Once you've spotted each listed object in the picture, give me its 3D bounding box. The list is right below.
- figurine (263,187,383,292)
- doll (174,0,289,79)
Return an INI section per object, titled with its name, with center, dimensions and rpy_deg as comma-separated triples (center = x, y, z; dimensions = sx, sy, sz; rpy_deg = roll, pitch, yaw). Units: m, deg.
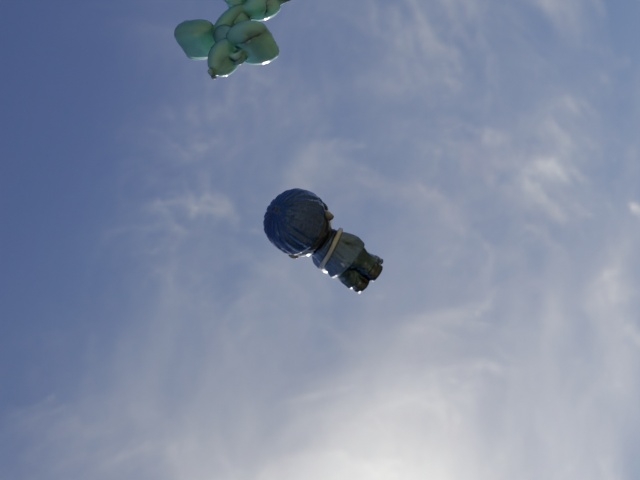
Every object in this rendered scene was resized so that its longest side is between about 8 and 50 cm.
[figurine]
center = -0.001, 0.005, 1.026
dimensions = 0.136, 0.077, 0.079
rpy_deg = 43, -154, -8
[doll]
center = -0.109, -0.264, 1.256
dimensions = 0.159, 0.159, 0.059
rpy_deg = -51, -46, -23
